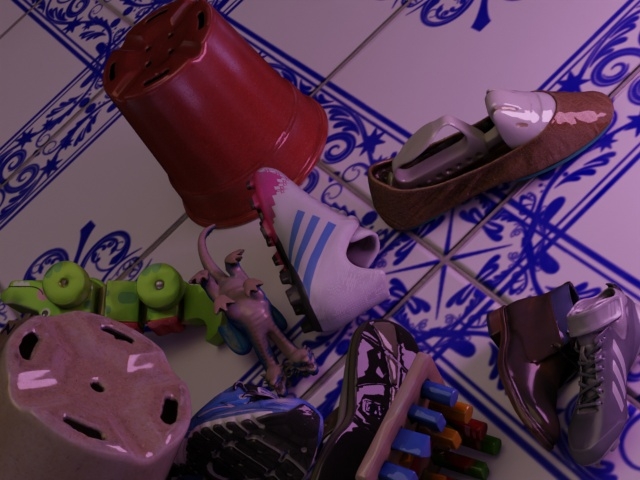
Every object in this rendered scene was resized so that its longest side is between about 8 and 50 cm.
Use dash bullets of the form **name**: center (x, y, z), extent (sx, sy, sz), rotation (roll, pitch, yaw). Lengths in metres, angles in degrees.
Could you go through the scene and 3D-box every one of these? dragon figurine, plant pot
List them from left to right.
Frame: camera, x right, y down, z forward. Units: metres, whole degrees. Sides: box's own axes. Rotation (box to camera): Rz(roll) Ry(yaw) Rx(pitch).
- **plant pot**: center (-0.306, 0.259, 1.598), extent (0.305, 0.334, 0.334), rotation (-58, 28, 30)
- **plant pot**: center (-0.172, -0.203, 2.094), extent (0.272, 0.265, 0.272), rotation (-23, 41, 22)
- **dragon figurine**: center (-0.101, 0.095, 1.847), extent (0.085, 0.144, 0.289), rotation (-34, 36, -10)

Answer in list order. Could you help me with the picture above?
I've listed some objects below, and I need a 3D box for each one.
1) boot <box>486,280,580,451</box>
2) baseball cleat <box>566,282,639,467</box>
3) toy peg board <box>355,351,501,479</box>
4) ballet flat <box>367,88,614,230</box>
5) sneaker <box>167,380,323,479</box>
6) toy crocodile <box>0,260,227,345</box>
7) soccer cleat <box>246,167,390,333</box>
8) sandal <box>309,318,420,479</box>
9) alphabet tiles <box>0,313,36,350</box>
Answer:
- **boot**: center (0.257, 0.132, 1.552), extent (0.106, 0.082, 0.219), rotation (-31, 37, 16)
- **baseball cleat**: center (0.291, 0.138, 1.494), extent (0.072, 0.109, 0.206), rotation (-20, 35, 45)
- **toy peg board**: center (0.127, 0.235, 1.510), extent (0.079, 0.160, 0.161), rotation (14, 62, 29)
- **ballet flat**: center (0.209, -0.128, 1.812), extent (0.342, 0.124, 0.116), rotation (-24, 41, 20)
- **sneaker**: center (-0.091, 0.224, 1.663), extent (0.330, 0.130, 0.147), rotation (-26, 25, 56)
- **toy crocodile**: center (-0.286, 0.094, 1.971), extent (0.341, 0.115, 0.105), rotation (1, 73, 8)
- **soccer cleat**: center (0.000, 0.000, 1.894), extent (0.143, 0.116, 0.331), rotation (-22, 41, -2)
- **sandal**: center (0.049, 0.233, 1.625), extent (0.086, 0.120, 0.302), rotation (-39, 25, 48)
- **alphabet tiles**: center (-0.459, 0.157, 2.166), extent (0.198, 0.009, 0.237), rotation (-4, 46, 49)
